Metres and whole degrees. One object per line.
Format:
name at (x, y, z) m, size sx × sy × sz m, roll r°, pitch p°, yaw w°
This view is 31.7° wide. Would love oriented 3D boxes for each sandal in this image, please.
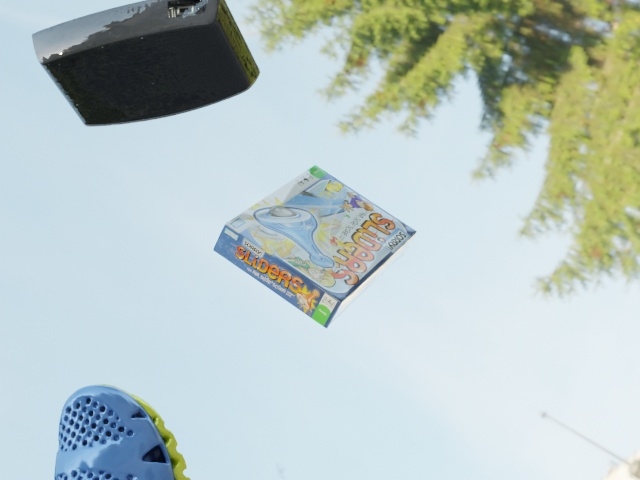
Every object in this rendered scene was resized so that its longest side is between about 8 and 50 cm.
sandal at (-0.188, 0.275, 0.974) m, size 0.138 × 0.126 × 0.317 m, roll 20°, pitch -127°, yaw -52°

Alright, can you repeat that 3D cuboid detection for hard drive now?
hard drive at (-0.221, -0.224, 1.441) m, size 0.172 × 0.255 × 0.054 m, roll 63°, pitch -159°, yaw -51°

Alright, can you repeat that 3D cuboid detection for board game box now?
board game box at (0.000, 0.000, 1.136) m, size 0.201 × 0.136 × 0.035 m, roll -40°, pitch -19°, yaw -58°
